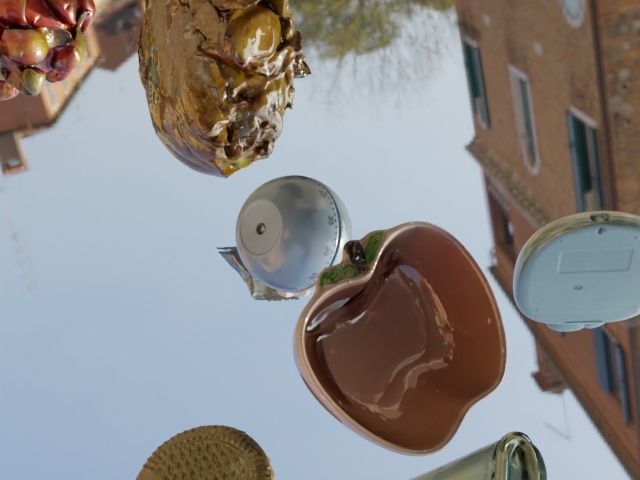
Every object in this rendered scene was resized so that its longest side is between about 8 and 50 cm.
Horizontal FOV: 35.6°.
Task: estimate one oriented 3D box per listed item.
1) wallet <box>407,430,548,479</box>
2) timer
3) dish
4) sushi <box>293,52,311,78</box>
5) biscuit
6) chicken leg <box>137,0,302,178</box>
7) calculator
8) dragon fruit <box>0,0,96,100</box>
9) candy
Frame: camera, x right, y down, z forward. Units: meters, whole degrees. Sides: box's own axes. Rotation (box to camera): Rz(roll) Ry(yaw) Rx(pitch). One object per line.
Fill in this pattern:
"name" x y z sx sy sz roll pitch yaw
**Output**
"wallet" 0.124 0.307 0.999 0.250 0.075 0.176 -42 -146 52
"timer" -0.014 0.014 1.379 0.175 0.255 0.175 -14 -124 23
"dish" 0.063 0.091 0.931 0.213 0.213 0.090 -23 179 -26
"sushi" -0.057 -0.291 1.553 0.060 0.061 0.118 -28 153 23
"biscuit" -0.201 0.426 1.671 0.259 0.079 0.259 -6 -130 8
"chicken leg" -0.116 -0.284 1.141 0.182 0.409 0.295 -8 176 -20
"calculator" 0.338 0.050 1.261 0.184 0.295 0.042 -3 -121 7
"dragon fruit" -0.456 -0.334 1.484 0.228 0.243 0.307 16 176 -25
"candy" -0.102 0.053 1.586 0.088 0.038 0.136 -1 -139 -44
